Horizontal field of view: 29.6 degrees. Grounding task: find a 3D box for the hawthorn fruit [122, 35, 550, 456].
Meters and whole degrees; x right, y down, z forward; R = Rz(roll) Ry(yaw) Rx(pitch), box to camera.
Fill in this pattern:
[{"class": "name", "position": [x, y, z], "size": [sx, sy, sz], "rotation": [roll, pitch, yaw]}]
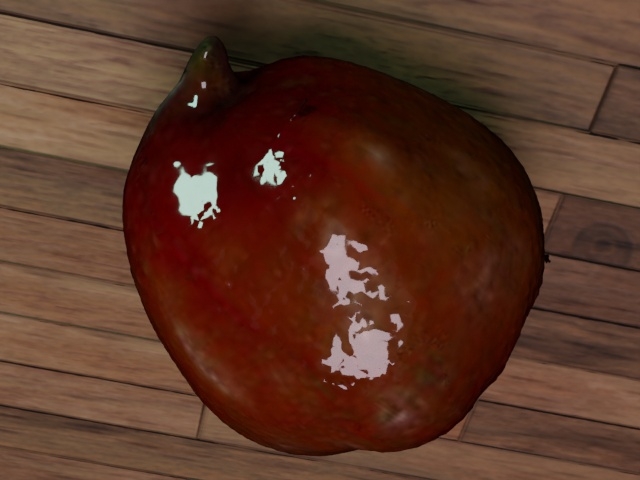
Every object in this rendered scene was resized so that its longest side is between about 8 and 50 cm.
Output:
[{"class": "hawthorn fruit", "position": [0.002, 0.016, 0.877], "size": [0.311, 0.295, 0.295], "rotation": [22, 127, -13]}]
